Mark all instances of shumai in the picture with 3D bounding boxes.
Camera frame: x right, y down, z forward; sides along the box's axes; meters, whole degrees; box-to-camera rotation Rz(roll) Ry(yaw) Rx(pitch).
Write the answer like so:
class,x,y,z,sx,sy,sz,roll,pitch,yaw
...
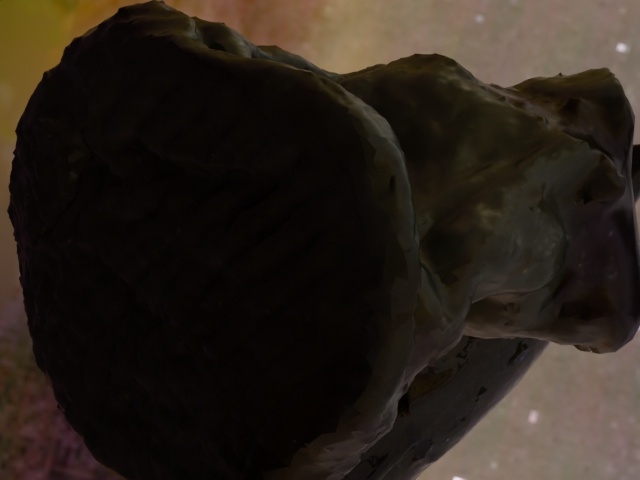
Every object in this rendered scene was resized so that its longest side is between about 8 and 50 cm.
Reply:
class,x,y,z,sx,sy,sz,roll,pitch,yaw
shumai,0.000,0.000,0.753,0.272,0.204,0.222,16,-68,39

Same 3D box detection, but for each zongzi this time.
class,x,y,z,sx,sy,sz,roll,pitch,yaw
zongzi,0.056,0.081,1.107,0.323,0.160,0.360,-50,-171,-27
